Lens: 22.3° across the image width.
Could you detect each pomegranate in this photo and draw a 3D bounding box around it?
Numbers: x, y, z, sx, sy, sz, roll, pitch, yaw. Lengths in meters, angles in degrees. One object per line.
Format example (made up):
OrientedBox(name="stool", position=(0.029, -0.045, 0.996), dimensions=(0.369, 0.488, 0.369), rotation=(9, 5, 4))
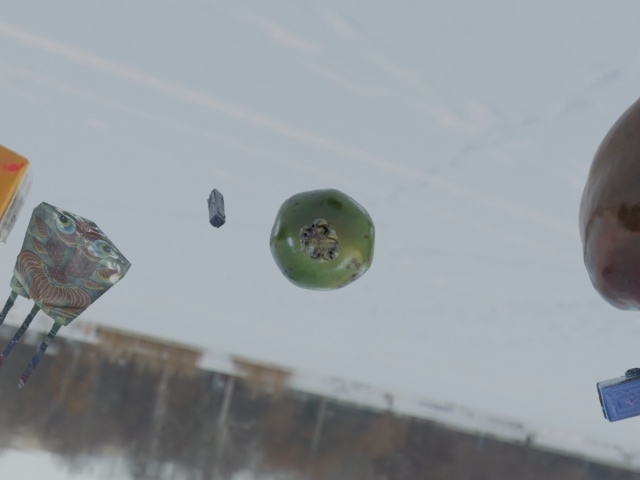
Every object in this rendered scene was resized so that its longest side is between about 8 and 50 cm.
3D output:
OrientedBox(name="pomegranate", position=(0.000, 0.000, 1.696), dimensions=(0.114, 0.114, 0.142), rotation=(12, -178, 4))

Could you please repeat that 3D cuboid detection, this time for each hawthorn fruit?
OrientedBox(name="hawthorn fruit", position=(0.457, -0.045, 1.981), dimensions=(0.308, 0.324, 0.308), rotation=(-13, -154, 6))

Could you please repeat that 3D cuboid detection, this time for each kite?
OrientedBox(name="kite", position=(-0.314, 0.073, 1.854), dimensions=(0.127, 0.229, 0.016), rotation=(32, -163, 4))

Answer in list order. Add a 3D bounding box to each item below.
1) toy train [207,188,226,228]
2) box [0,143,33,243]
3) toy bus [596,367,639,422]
OrientedBox(name="toy train", position=(-0.124, -0.039, 1.933), dimensions=(0.017, 0.017, 0.083), rotation=(40, -165, -20))
OrientedBox(name="box", position=(-0.431, -0.095, 1.678), dimensions=(0.274, 0.091, 0.221), rotation=(28, 174, -9))
OrientedBox(name="toy bus", position=(0.378, 0.160, 1.764), dimensions=(0.153, 0.051, 0.061), rotation=(-14, -176, 8))
